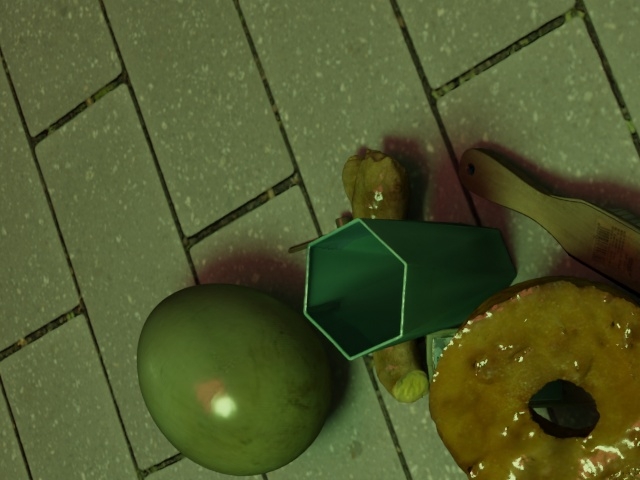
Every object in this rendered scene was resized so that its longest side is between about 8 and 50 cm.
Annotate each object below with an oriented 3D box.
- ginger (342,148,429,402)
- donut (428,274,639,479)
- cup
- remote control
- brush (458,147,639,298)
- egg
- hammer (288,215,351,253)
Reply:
[{"bbox_3d":[0.077,0.042,1.895,0.118,0.065,0.299,169,94,-71],"label":"ginger"},{"bbox_3d":[0.250,0.157,1.672,0.277,0.108,0.278,2,109,6],"label":"donut"},{"bbox_3d":[0.104,0.045,1.769,0.148,0.235,0.134,-23,79,36],"label":"cup"},{"bbox_3d":[0.219,0.138,1.808,0.233,0.038,0.098,-8,88,41],"label":"remote control"},{"bbox_3d":[0.273,-0.025,1.743,0.327,0.065,0.070,33,122,44],"label":"brush"},{"bbox_3d":[-0.114,0.160,1.974,0.295,0.218,0.218,30,113,49],"label":"egg"},{"bbox_3d":[0.000,0.000,1.996,0.110,0.019,0.036,-18,82,45],"label":"hammer"}]
